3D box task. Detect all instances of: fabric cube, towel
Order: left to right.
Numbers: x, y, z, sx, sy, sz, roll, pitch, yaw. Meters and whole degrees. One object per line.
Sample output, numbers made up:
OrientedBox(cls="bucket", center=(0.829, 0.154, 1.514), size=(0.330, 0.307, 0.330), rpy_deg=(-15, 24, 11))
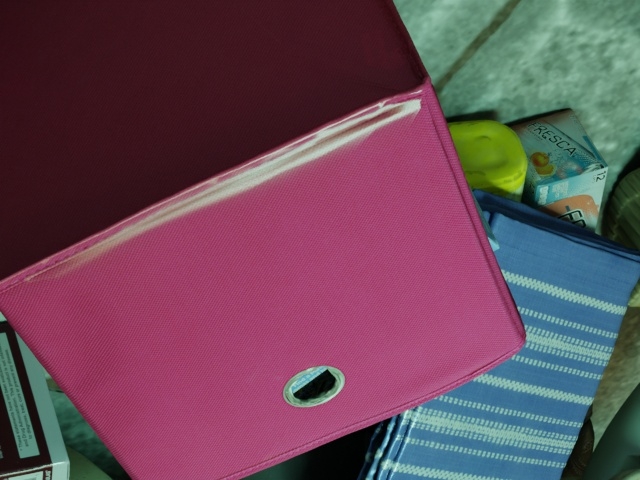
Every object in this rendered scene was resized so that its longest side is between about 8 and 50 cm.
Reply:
OrientedBox(cls="fabric cube", center=(-0.058, -0.047, 1.124), size=(0.254, 0.259, 0.258), rpy_deg=(-23, 143, 2))
OrientedBox(cls="towel", center=(0.109, 0.140, 1.385), size=(0.243, 0.040, 0.336), rpy_deg=(15, 98, -53))

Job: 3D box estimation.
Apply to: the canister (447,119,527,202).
OrientedBox(cls="canister", center=(0.081, -0.003, 1.405), size=(0.126, 0.073, 0.170), rpy_deg=(-7, 140, -10))

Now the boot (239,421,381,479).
OrientedBox(cls="boot", center=(-0.041, 0.338, 1.373), size=(0.146, 0.445, 0.367), rpy_deg=(4, 178, 23))

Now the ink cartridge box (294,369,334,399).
OrientedBox(cls="ink cartridge box", center=(0.020, 0.099, 1.540), size=(0.062, 0.029, 0.115), rpy_deg=(13, 131, -38))

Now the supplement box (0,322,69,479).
OrientedBox(cls="supplement box", center=(-0.303, 0.142, 1.336), size=(0.239, 0.130, 0.073), rpy_deg=(-8, 142, -18))

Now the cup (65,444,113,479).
OrientedBox(cls="cup", center=(-0.224, 0.292, 1.452), size=(0.237, 0.331, 0.331), rpy_deg=(-43, 148, -18))

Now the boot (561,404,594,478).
OrientedBox(cls="boot", center=(0.169, 0.259, 1.635), size=(0.263, 0.091, 0.229), rpy_deg=(-24, 107, -30))

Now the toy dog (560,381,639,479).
OrientedBox(cls="toy dog", center=(0.314, 0.161, 1.546), size=(0.161, 0.220, 0.334), rpy_deg=(37, 96, -11))

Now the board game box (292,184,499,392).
OrientedBox(cls="board game box", center=(0.000, 0.000, 1.296), size=(0.211, 0.160, 0.039), rpy_deg=(-36, 140, 16))

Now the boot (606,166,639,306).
OrientedBox(cls="boot", center=(0.341, -0.046, 1.478), size=(0.206, 0.090, 0.248), rpy_deg=(-3, 135, -22))

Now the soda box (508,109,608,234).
OrientedBox(cls="soda box", center=(0.165, -0.010, 1.451), size=(0.058, 0.063, 0.183), rpy_deg=(-17, 144, -14))
